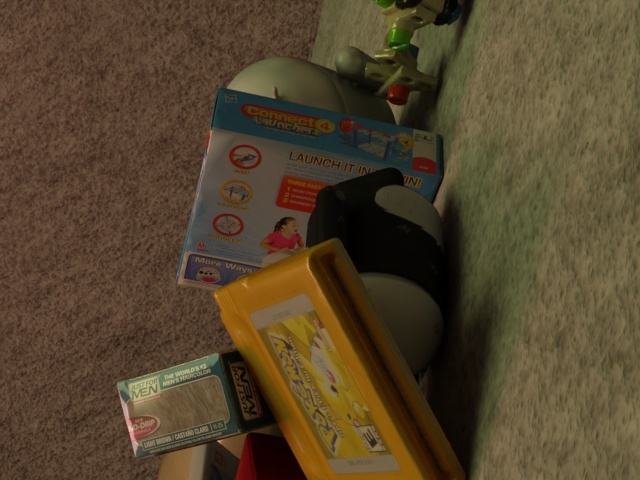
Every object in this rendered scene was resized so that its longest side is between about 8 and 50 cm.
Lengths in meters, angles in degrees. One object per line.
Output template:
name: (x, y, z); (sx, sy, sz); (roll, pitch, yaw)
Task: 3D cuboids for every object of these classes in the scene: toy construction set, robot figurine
toy construction set: (0.117, -0.355, 1.940); (0.215, 0.151, 0.327); (-13, 72, 55)
robot figurine: (-0.019, -0.158, 2.069); (0.300, 0.200, 0.353); (-52, -25, 17)
robot figurine: (0.061, 0.043, 1.687); (0.278, 0.209, 0.173); (-87, 23, -43)

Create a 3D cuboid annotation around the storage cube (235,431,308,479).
storage cube: (-0.020, 0.380, 1.801); (0.193, 0.184, 0.215); (-113, 35, -75)

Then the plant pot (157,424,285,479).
plant pot: (-0.098, 0.297, 2.171); (0.256, 0.257, 0.274); (-88, 14, -49)

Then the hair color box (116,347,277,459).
hair color box: (-0.082, 0.192, 1.846); (0.347, 0.174, 0.105); (-5, -102, -57)

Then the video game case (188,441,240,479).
video game case: (-0.091, 0.481, 1.972); (0.036, 0.300, 0.329); (-24, 40, 27)

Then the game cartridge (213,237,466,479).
game cartridge: (0.005, 0.155, 1.555); (0.285, 0.053, 0.324); (62, 154, -2)

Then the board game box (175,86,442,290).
board game box: (-0.021, -0.040, 1.930); (0.086, 0.308, 0.302); (-85, 10, -45)
